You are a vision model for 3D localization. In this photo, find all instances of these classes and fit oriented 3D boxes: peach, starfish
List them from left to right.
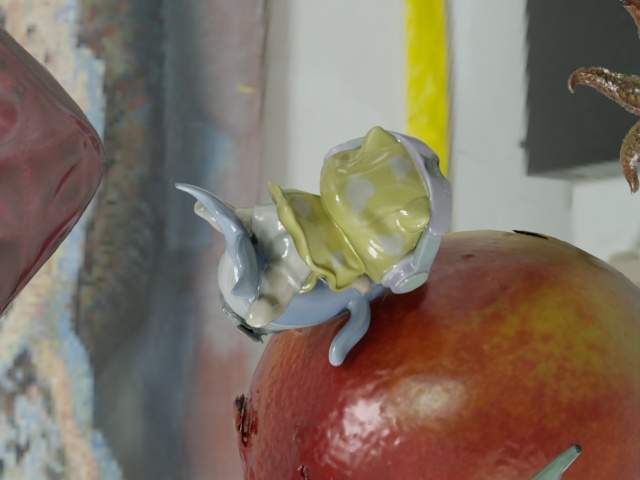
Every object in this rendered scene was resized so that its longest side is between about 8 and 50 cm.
[{"bbox_3d":[0.111,0.163,1.271,0.370,0.370,0.370,-11,77,59],"label":"peach"},{"bbox_3d":[0.345,-0.129,1.525,0.238,0.057,0.213,51,134,9],"label":"starfish"}]

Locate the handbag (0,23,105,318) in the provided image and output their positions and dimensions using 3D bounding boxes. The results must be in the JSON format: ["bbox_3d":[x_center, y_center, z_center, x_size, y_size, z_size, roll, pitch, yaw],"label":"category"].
[{"bbox_3d":[-0.201,-0.002,0.603,0.135,0.146,0.225,27,76,26],"label":"handbag"}]

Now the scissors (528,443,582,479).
[{"bbox_3d":[0.081,0.217,1.017,0.248,0.017,0.144,-37,43,35],"label":"scissors"}]

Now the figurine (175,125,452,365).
[{"bbox_3d":[0.000,0.000,1.101,0.184,0.208,0.128,-46,60,29],"label":"figurine"}]
